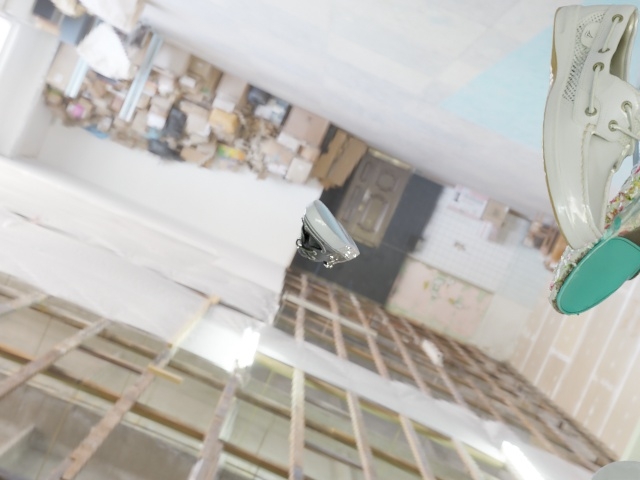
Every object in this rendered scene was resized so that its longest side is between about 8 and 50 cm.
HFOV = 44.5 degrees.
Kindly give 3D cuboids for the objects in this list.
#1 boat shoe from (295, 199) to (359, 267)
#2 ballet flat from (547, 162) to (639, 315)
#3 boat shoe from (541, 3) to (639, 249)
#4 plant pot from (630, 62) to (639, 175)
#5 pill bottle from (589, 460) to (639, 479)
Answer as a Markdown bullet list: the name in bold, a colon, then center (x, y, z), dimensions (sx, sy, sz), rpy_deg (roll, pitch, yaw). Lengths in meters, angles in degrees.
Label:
- **boat shoe**: center (0.000, 0.000, 1.217), dimensions (0.080, 0.076, 0.228), rpy_deg (59, -174, 13)
- **ballet flat**: center (0.346, -0.016, 0.893), dimensions (0.091, 0.241, 0.077), rpy_deg (36, -165, -25)
- **boat shoe**: center (0.281, -0.126, 0.778), dimensions (0.096, 0.277, 0.098), rpy_deg (-4, 156, 30)
- **plant pot**: center (0.606, -0.237, 1.190), dimensions (0.271, 0.255, 0.271), rpy_deg (-2, 173, 0)
- **pill bottle**: center (0.501, 0.562, 1.333), dimensions (0.229, 0.229, 0.408), rpy_deg (25, 138, 27)
